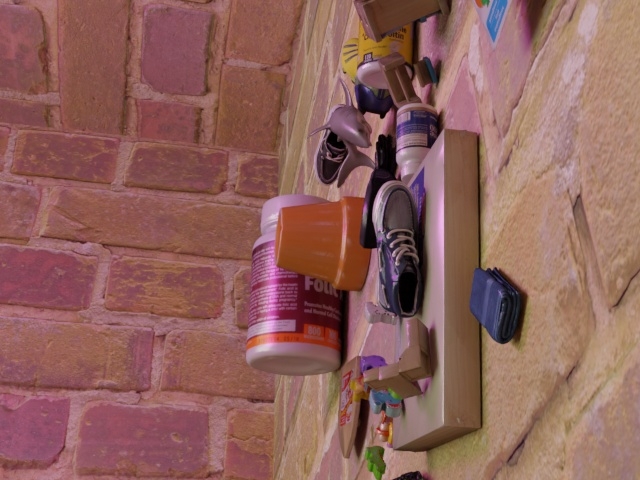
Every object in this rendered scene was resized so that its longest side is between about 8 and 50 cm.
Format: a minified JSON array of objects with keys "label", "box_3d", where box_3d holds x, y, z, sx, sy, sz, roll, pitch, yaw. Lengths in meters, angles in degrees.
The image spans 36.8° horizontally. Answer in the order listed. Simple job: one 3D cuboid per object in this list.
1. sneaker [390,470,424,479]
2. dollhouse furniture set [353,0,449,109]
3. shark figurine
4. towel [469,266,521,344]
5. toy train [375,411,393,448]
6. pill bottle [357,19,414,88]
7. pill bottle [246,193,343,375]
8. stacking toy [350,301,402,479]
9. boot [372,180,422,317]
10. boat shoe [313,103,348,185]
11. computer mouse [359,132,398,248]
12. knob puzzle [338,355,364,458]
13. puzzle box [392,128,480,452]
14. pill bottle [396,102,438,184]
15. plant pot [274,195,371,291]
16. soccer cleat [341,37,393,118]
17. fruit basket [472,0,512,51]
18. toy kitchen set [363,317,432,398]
[{"label":"sneaker","box_3d":[0.110,0.411,1.455,0.086,0.085,0.237,63,155,22]},{"label":"dollhouse furniture set","box_3d":[0.151,-0.334,1.603,0.129,0.129,0.184,-107,-6,-71]},{"label":"shark figurine","box_3d":[0.032,-0.208,1.909,0.278,0.116,0.166,84,160,-79]},{"label":"towel","box_3d":[0.206,0.075,1.131,0.119,0.029,0.067,-117,34,-74]},{"label":"toy train","box_3d":[0.115,0.273,1.584,0.166,0.046,0.125,113,160,-66]},{"label":"pill bottle","box_3d":[0.121,-0.382,1.780,0.103,0.103,0.184,121,152,-72]},{"label":"pill bottle","box_3d":[-0.054,0.106,2.275,0.224,0.224,0.392,115,158,-68]},{"label":"stacking toy","box_3d":[0.092,0.215,1.419,0.221,0.052,0.167,-101,17,-58]},{"label":"boot","box_3d":[0.116,0.012,1.349,0.086,0.069,0.190,-160,67,-74]},{"label":"boat shoe","box_3d":[0.031,-0.232,2.418,0.070,0.077,0.219,-97,17,-62]},{"label":"computer mouse","box_3d":[0.119,-0.071,1.749,0.272,0.072,0.189,-72,-10,-66]},{"label":"knob puzzle","box_3d":[0.066,0.342,1.944,0.213,0.030,0.213,-174,90,-82]},{"label":"puzzle box","box_3d":[0.161,0.080,1.365,0.272,0.052,0.409,116,158,-70]},{"label":"pill bottle","box_3d":[0.153,-0.151,1.525,0.067,0.067,0.120,115,159,-67]},{"label":"plant pot","box_3d":[0.000,0.000,2.078,0.205,0.187,0.205,-174,90,-82]},{"label":"soccer cleat","box_3d":[0.105,-0.356,1.948,0.289,0.093,0.121,-101,23,-54]},{"label":"fruit basket","box_3d":[0.192,-0.459,1.130,0.327,0.165,0.353,105,164,-50]},{"label":"toy kitchen set","box_3d":[0.109,0.160,1.274,0.068,0.083,0.075,43,-144,-44]}]
